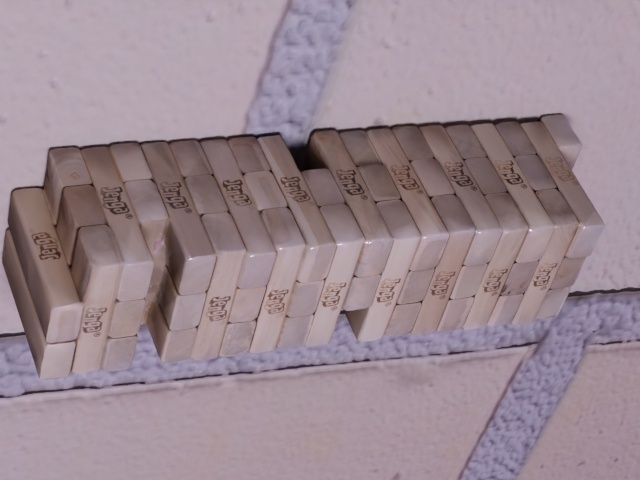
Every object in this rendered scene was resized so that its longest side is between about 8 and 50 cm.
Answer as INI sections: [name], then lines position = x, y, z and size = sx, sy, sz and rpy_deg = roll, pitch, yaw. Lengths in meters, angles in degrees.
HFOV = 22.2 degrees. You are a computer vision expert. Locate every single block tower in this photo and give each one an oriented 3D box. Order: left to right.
[block tower]
position = 0.000, 0.000, 0.924
size = 0.335, 0.097, 0.091
rpy_deg = -7, 140, -23
